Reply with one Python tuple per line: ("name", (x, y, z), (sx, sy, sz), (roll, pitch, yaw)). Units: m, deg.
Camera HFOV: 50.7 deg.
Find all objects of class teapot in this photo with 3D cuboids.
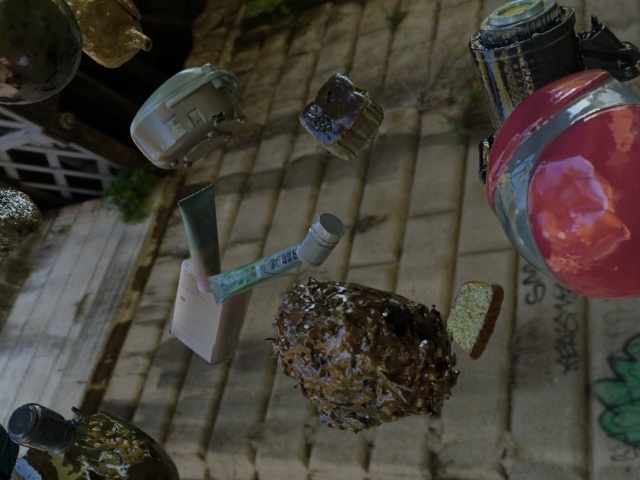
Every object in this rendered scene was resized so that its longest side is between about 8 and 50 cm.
("teapot", (-0.467, -0.495, 1.444), (0.311, 0.167, 0.203), (48, -174, 17))
("teapot", (-0.328, 0.219, 0.809), (0.064, 0.049, 0.083), (-62, -27, -18))

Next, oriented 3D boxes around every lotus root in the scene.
("lotus root", (-0.360, 0.439, 1.211), (0.149, 0.260, 0.267), (-61, -23, 5))

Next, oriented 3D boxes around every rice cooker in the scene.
("rice cooker", (-0.222, -0.207, 1.148), (0.127, 0.206, 0.145), (60, -168, 2))

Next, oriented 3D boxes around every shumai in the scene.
("shumai", (-0.720, -0.026, 1.490), (0.161, 0.209, 0.153), (-33, -36, -65))

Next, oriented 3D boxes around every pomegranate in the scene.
("pomegranate", (-0.521, -0.385, 1.139), (0.242, 0.242, 0.306), (16, -108, -57))

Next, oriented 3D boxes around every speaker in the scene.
("speaker", (0.357, -0.064, 0.840), (0.294, 0.294, 0.294), (21, -114, -56))

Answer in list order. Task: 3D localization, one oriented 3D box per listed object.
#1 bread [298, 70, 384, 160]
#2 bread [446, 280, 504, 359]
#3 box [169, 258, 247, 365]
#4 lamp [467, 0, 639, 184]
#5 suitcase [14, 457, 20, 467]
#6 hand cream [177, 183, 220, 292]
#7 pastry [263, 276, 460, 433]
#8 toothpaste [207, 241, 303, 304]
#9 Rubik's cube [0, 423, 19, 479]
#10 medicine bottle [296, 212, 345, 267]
("bread", (0.054, -0.344, 1.850), (0.109, 0.192, 0.210), (24, -157, -47))
("bread", (0.359, 0.180, 1.581), (0.065, 0.103, 0.187), (16, -82, -46))
("box", (-0.329, 0.203, 1.974), (0.106, 0.203, 0.252), (-9, -61, -46))
("lamp", (0.405, -0.332, 1.338), (0.272, 0.374, 0.205), (47, -149, -17))
("suitcase", (-0.667, 0.620, 1.272), (0.339, 0.345, 0.188), (52, 170, 28))
("hand cream", (-0.301, 0.002, 1.764), (0.111, 0.070, 0.312), (-33, -39, -32))
("pastry", (0.058, 0.160, 0.927), (0.275, 0.275, 0.193), (16, -94, -57))
("toothpaste", (-0.121, 0.063, 1.583), (0.048, 0.296, 0.075), (53, -165, -69))
("Rubik's cube", (-0.500, 0.277, 0.885), (0.190, 0.211, 0.178), (11, -68, -20))
("medicine bottle", (0.000, 0.000, 1.238), (0.058, 0.091, 0.058), (22, -141, -19))
